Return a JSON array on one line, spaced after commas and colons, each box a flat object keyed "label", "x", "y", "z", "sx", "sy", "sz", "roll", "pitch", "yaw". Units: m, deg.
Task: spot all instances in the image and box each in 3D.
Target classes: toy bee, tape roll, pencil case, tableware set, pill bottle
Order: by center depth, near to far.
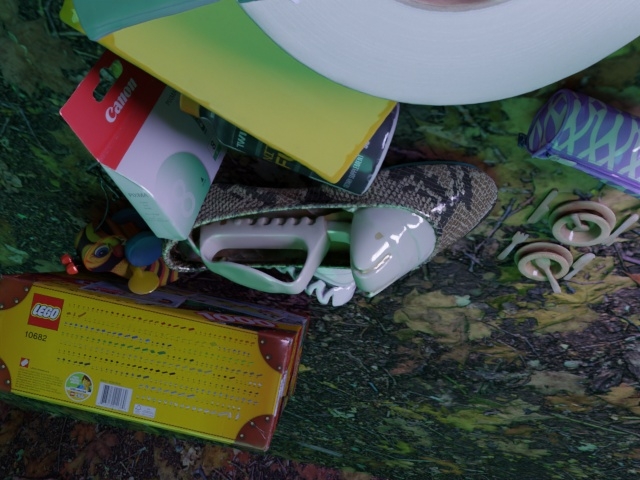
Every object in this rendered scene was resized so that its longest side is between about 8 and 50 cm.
[{"label": "tape roll", "x": 0.097, "y": -0.265, "z": 0.382, "sx": 0.391, "sy": 0.072, "sz": 0.392, "roll": 4, "pitch": 141, "yaw": 3}, {"label": "pencil case", "x": 0.337, "y": -0.098, "z": 0.662, "sx": 0.205, "sy": 0.088, "sz": 0.086, "roll": 19, "pitch": 149, "yaw": -6}, {"label": "pill bottle", "x": -0.040, "y": -0.154, "z": 0.704, "sx": 0.245, "sy": 0.131, "sz": 0.130, "roll": 20, "pitch": 147, "yaw": -6}, {"label": "tableware set", "x": 0.355, "y": 0.012, "z": 0.859, "sx": 0.128, "sy": 0.039, "sz": 0.194, "roll": 17, "pitch": 147, "yaw": -1}, {"label": "toy bee", "x": -0.379, "y": 0.009, "z": 1.062, "sx": 0.298, "sy": 0.162, "sz": 0.195, "roll": 56, "pitch": 171, "yaw": -35}]

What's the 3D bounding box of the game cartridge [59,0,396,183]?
[{"label": "game cartridge", "x": -0.043, "y": -0.243, "z": 0.545, "sx": 0.323, "sy": 0.053, "sz": 0.285, "roll": 30, "pitch": 121, "yaw": -15}]

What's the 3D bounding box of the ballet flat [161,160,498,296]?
[{"label": "ballet flat", "x": 0.000, "y": 0.000, "z": 0.814, "sx": 0.481, "sy": 0.182, "sz": 0.164, "roll": -2, "pitch": 133, "yaw": 14}]

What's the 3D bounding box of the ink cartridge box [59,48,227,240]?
[{"label": "ink cartridge box", "x": -0.210, "y": -0.138, "z": 0.756, "sx": 0.056, "sy": 0.181, "sz": 0.225, "roll": 2, "pitch": 143, "yaw": 20}]

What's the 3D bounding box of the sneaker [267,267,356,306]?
[{"label": "sneaker", "x": -0.061, "y": -0.004, "z": 0.980, "sx": 0.291, "sy": 0.110, "sz": 0.118, "roll": 24, "pitch": 123, "yaw": -2}]

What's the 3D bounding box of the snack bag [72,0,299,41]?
[{"label": "snack bag", "x": -0.164, "y": -0.305, "z": 0.373, "sx": 0.322, "sy": 0.037, "sz": 0.343, "roll": 12, "pitch": 128, "yaw": 45}]

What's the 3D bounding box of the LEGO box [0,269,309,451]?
[{"label": "LEGO box", "x": -0.293, "y": 0.201, "z": 1.119, "sx": 0.499, "sy": 0.193, "sz": 0.372, "roll": 12, "pitch": 179, "yaw": 3}]

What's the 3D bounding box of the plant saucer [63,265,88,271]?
[{"label": "plant saucer", "x": -0.523, "y": 0.158, "z": 1.449, "sx": 0.258, "sy": 0.048, "sz": 0.259, "roll": 28, "pitch": 146, "yaw": -18}]

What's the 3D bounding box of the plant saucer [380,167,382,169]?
[{"label": "plant saucer", "x": 0.056, "y": -0.094, "z": 0.857, "sx": 0.083, "sy": 0.013, "sz": 0.084, "roll": 12, "pitch": 147, "yaw": 8}]
